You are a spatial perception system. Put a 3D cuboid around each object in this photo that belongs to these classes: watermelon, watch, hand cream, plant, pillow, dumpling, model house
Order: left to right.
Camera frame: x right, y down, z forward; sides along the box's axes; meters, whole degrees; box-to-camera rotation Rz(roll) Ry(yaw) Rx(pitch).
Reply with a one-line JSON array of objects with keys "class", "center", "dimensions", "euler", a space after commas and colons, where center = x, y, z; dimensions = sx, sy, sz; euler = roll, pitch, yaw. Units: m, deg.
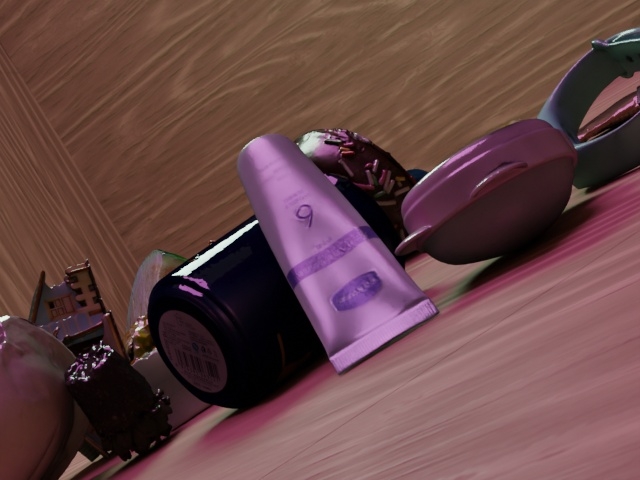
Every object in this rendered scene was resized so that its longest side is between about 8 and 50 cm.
[{"class": "dumpling", "center": [-0.372, 0.236, 1.302], "dimensions": [0.243, 0.175, 0.227], "euler": [-44, -34, 5]}, {"class": "model house", "center": [-0.373, 0.180, 1.495], "dimensions": [0.206, 0.271, 0.178], "euler": [-17, -9, -22]}, {"class": "plant", "center": [-0.230, 0.190, 1.300], "dimensions": [0.094, 0.143, 0.092], "euler": [-35, 25, -9]}, {"class": "watermelon", "center": [-0.290, 0.184, 2.411], "dimensions": [0.222, 0.319, 0.292], "euler": [4, -2, -17]}, {"class": "model house", "center": [-0.155, 0.158, 1.423], "dimensions": [0.149, 0.100, 0.127], "euler": [-30, 2, -9]}, {"class": "hand cream", "center": [0.000, 0.000, 1.134], "dimensions": [0.109, 0.321, 0.067], "euler": [-31, -43, -3]}, {"class": "pillow", "center": [0.449, -0.186, 1.769], "dimensions": [0.211, 0.034, 0.135], "euler": [-33, 5, 11]}, {"class": "watch", "center": [0.330, -0.157, 1.264], "dimensions": [0.195, 0.068, 0.237], "euler": [-44, 17, 17]}]

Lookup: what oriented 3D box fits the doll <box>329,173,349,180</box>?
[{"class": "doll", "center": [-0.016, 0.002, 1.668], "dimensions": [0.091, 0.286, 0.202], "euler": [-6, 33, -22]}]

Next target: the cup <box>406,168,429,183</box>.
[{"class": "cup", "center": [0.139, -0.050, 2.111], "dimensions": [0.155, 0.131, 0.176], "euler": [-27, -28, -48]}]

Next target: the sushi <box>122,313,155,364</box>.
[{"class": "sushi", "center": [-0.189, 0.144, 1.677], "dimensions": [0.296, 0.167, 0.179], "euler": [-20, -23, -40]}]

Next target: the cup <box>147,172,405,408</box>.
[{"class": "cup", "center": [-0.047, 0.092, 1.264], "dimensions": [0.178, 0.255, 0.256], "euler": [19, 40, 36]}]

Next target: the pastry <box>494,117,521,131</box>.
[{"class": "pastry", "center": [0.294, -0.132, 1.834], "dimensions": [0.166, 0.088, 0.166], "euler": [-39, 0, 0]}]

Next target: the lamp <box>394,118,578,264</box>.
[{"class": "lamp", "center": [0.184, -0.044, 1.119], "dimensions": [0.179, 0.108, 0.246], "euler": [-34, -8, 35]}]

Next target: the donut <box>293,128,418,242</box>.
[{"class": "donut", "center": [0.049, -0.061, 1.751], "dimensions": [0.103, 0.270, 0.270], "euler": [-50, 9, -23]}]

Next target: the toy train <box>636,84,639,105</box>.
[{"class": "toy train", "center": [0.415, -0.169, 1.346], "dimensions": [0.033, 0.083, 0.053], "euler": [-30, 39, 44]}]

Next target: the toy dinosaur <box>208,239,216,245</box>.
[{"class": "toy dinosaur", "center": [-0.066, 0.030, 1.842], "dimensions": [0.279, 0.055, 0.101], "euler": [5, -12, -28]}]
